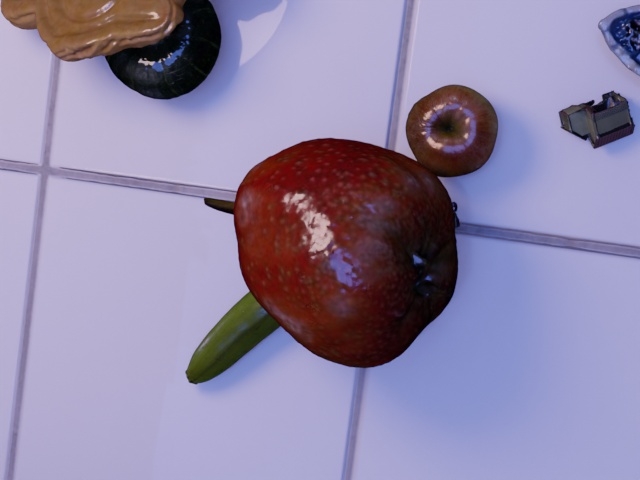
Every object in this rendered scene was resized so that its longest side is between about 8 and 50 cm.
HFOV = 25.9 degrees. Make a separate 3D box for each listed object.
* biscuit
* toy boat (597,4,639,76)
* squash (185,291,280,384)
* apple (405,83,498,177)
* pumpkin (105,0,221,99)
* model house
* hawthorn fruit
[{"bbox_3d":[-0.278,-0.364,1.889,0.376,0.051,0.269,-1,62,26],"label":"biscuit"},{"bbox_3d":[0.505,-0.235,1.778,0.309,0.142,0.129,18,94,10],"label":"toy boat"},{"bbox_3d":[-0.116,0.131,1.956,0.201,0.066,0.066,-44,85,17],"label":"squash"},{"bbox_3d":[0.179,-0.145,1.865,0.126,0.102,0.126,0,89,15],"label":"apple"},{"bbox_3d":[-0.220,-0.280,1.921,0.167,0.125,0.167,-8,73,27],"label":"pumpkin"},{"bbox_3d":[0.369,-0.156,1.858,0.083,0.057,0.058,-23,115,-8],"label":"model house"},{"bbox_3d":[0.000,0.000,1.826,0.369,0.285,0.285,20,97,21],"label":"hawthorn fruit"}]
